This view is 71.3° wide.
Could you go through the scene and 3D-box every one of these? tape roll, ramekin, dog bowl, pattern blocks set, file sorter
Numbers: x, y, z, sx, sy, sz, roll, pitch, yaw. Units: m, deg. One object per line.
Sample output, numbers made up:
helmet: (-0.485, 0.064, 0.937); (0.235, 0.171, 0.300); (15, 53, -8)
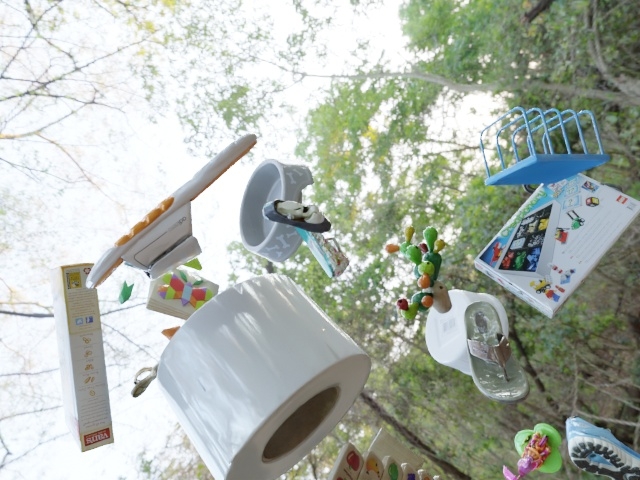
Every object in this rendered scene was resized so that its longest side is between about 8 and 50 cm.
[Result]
tape roll: (-0.073, 0.191, 0.614); (0.246, 0.169, 0.246); (-32, -35, -25)
ramekin: (0.473, 0.298, 1.486); (0.135, 0.277, 0.277); (17, -87, -18)
dog bowl: (-0.156, -0.107, 1.452); (0.102, 0.348, 0.349); (12, -82, -33)
pattern blocks set: (-0.345, 0.138, 1.140); (0.324, 0.286, 0.026); (18, -51, -37)
file sorter: (0.388, -0.166, 0.790); (0.170, 0.118, 0.105); (-5, -102, -22)

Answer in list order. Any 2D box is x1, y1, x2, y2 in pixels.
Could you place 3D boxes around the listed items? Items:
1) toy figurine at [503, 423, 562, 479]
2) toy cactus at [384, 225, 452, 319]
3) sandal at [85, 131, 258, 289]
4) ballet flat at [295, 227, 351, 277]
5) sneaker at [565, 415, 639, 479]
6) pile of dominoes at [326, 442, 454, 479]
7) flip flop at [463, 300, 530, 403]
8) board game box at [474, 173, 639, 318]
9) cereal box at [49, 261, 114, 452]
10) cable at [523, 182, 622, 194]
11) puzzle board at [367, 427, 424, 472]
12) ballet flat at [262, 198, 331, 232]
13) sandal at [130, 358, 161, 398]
toy figurine: (0.566, 0.602, 1.206); (0.159, 0.130, 0.173); (-22, -46, -40)
toy cactus: (0.199, 0.081, 0.868); (0.180, 0.112, 0.219); (53, -145, -32)
sandal: (-0.157, -0.021, 0.529); (0.265, 0.102, 0.076); (-43, -76, -8)
ballet flat: (0.000, 0.000, 1.274); (0.077, 0.241, 0.091); (-30, -15, -19)
sneaker: (0.407, 0.291, 0.613); (0.063, 0.162, 0.073); (-52, 9, 27)
pile of dominoes: (0.097, 0.327, 0.450); (0.251, 0.040, 0.196); (34, -135, -29)
flip flop: (0.391, 0.242, 1.026); (0.277, 0.112, 0.080); (-88, -20, -46)
board game box: (0.513, -0.006, 0.974); (0.305, 0.193, 0.053); (-47, -33, -5)
cereal box: (-0.345, 0.155, 0.637); (0.047, 0.173, 0.240); (-5, -92, -36)
cable: (0.749, -0.132, 1.306); (0.072, 0.287, 0.140); (-55, -11, -49)
puzzle board: (0.170, 0.524, 1.052); (0.096, 0.128, 0.011); (-53, -3, -18)
ballet flat: (-0.048, -0.066, 1.157); (0.203, 0.074, 0.074); (12, -81, -27)
sandal: (-0.483, 0.373, 1.230); (0.072, 0.049, 0.180); (-56, 4, 11)
